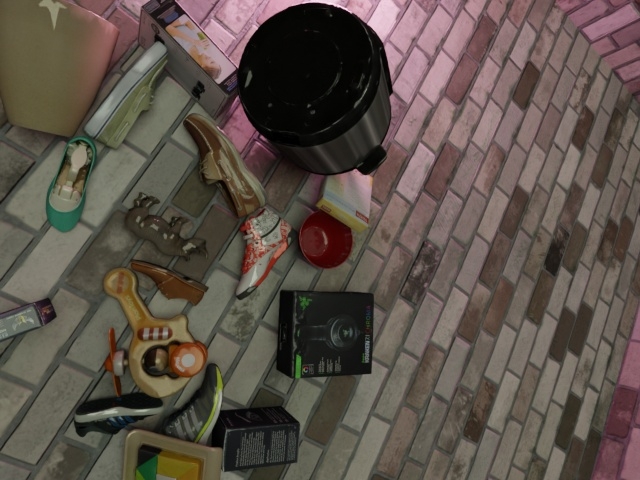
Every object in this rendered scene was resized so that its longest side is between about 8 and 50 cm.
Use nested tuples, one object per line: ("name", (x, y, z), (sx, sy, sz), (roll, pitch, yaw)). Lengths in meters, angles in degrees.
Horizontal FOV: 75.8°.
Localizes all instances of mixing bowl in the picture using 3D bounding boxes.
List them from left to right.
("mixing bowl", (0.000, 0.000, 1.276), (0.182, 0.098, 0.181), (3, 83, -26))

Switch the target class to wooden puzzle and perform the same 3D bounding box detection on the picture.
("wooden puzzle", (-0.369, 0.587, 1.007), (0.239, 0.044, 0.220), (9, 100, 3))

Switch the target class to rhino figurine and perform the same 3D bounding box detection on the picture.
("rhino figurine", (-0.406, -0.020, 1.102), (0.243, 0.073, 0.106), (38, 68, -20))

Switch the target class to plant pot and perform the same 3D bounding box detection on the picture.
("plant pot", (-0.627, -0.389, 0.950), (0.257, 0.256, 0.273), (10, 97, -24))

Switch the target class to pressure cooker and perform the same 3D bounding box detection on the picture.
("pressure cooker", (0.006, -0.381, 1.143), (0.376, 0.420, 0.369), (3, 83, 15))

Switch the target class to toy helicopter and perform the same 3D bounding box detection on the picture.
("toy helicopter", (-0.460, 0.237, 1.048), (0.235, 0.140, 0.355), (-29, 88, -15))

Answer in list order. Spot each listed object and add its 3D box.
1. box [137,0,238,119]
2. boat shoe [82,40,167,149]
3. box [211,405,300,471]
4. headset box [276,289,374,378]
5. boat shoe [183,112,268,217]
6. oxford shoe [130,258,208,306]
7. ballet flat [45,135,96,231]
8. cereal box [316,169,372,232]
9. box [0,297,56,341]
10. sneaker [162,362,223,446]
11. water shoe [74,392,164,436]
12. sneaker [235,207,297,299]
("box", (-0.348, -0.488, 1.115), (0.290, 0.169, 0.087), (45, 67, -14))
("boat shoe", (-0.485, -0.374, 1.066), (0.094, 0.109, 0.302), (38, 92, -36))
("box", (-0.179, 0.534, 1.122), (0.207, 0.153, 0.108), (6, 84, -24))
("headset box", (0.006, 0.274, 1.241), (0.283, 0.131, 0.246), (6, 83, -24))
("boat shoe", (-0.282, -0.204, 1.151), (0.116, 0.123, 0.324), (-41, 102, -20))
("oxford shoe", (-0.409, 0.113, 1.092), (0.212, 0.076, 0.076), (30, 80, -21))
("ballet flat", (-0.614, -0.145, 1.005), (0.083, 0.087, 0.247), (15, 80, -24))
("cereal box", (0.081, -0.156, 1.297), (0.173, 0.047, 0.240), (31, 45, -20))
("box", (-0.713, 0.196, 0.879), (0.233, 0.183, 0.059), (-22, 95, -26))
("sneaker", (-0.342, 0.469, 1.078), (0.121, 0.111, 0.299), (23, 75, -18))
("water shoe", (-0.501, 0.439, 1.034), (0.203, 0.073, 0.080), (3, 106, -21))
("sneaker", (-0.196, 0.029, 1.190), (0.145, 0.090, 0.270), (43, 66, -15))
